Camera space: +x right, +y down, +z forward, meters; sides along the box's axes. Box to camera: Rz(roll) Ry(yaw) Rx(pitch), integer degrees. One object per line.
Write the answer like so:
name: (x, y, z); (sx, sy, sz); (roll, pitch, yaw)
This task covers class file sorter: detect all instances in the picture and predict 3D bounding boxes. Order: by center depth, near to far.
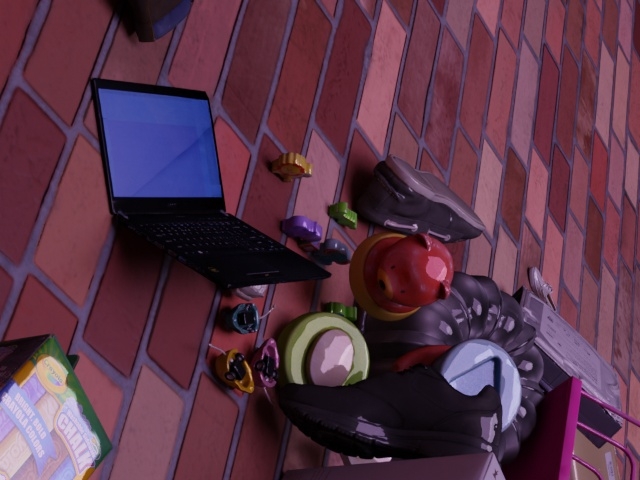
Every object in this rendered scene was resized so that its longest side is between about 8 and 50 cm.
file sorter: (0.350, 0.384, 2.085); (0.182, 0.291, 0.202); (30, 48, -13)

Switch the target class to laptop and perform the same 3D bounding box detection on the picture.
laptop: (-0.122, -0.066, 1.609); (0.234, 0.264, 0.136); (-4, 120, -60)

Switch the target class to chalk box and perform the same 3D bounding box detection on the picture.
chalk box: (-0.287, 0.174, 1.240); (0.213, 0.132, 0.132); (-51, 124, -53)

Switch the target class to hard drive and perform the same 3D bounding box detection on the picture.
hard drive: (0.399, 0.200, 2.318); (0.237, 0.064, 0.339); (43, 15, 2)

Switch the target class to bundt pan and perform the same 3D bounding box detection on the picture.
bundt pan: (0.203, 0.192, 2.004); (0.331, 0.124, 0.331); (9, 75, -39)

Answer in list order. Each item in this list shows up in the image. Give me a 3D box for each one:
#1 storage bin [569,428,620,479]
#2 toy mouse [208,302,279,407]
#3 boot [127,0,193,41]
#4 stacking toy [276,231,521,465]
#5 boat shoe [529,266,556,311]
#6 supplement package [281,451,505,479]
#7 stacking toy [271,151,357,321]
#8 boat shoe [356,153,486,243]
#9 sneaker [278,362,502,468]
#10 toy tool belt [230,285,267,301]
storage bin: (0.440, 0.410, 2.464); (0.260, 0.123, 0.262); (3, 77, -61)
toy mouse: (-0.088, 0.130, 1.710); (0.161, 0.031, 0.143); (58, 36, -34)
boot: (-0.190, -0.328, 1.670); (0.219, 0.082, 0.106); (-65, 157, -52)
stacking toy: (0.111, 0.161, 1.797); (0.279, 0.130, 0.309); (-36, 99, -27)
boat shoe: (0.423, 0.094, 2.628); (0.035, 0.035, 0.100); (-40, 115, -58)
supplement package: (0.083, 0.383, 1.658); (0.177, 0.293, 0.175); (65, 33, -23)
stacking toy: (0.000, 0.000, 1.893); (0.221, 0.052, 0.167); (37, 49, -51)
boat shoe: (0.153, -0.049, 2.165); (0.112, 0.095, 0.335); (51, 13, 27)
sneaker: (0.091, 0.211, 1.731); (0.109, 0.286, 0.130); (100, 4, -69)
toy tool belt: (-0.106, 0.042, 1.706); (0.083, 0.051, 0.052); (35, 66, -36)
